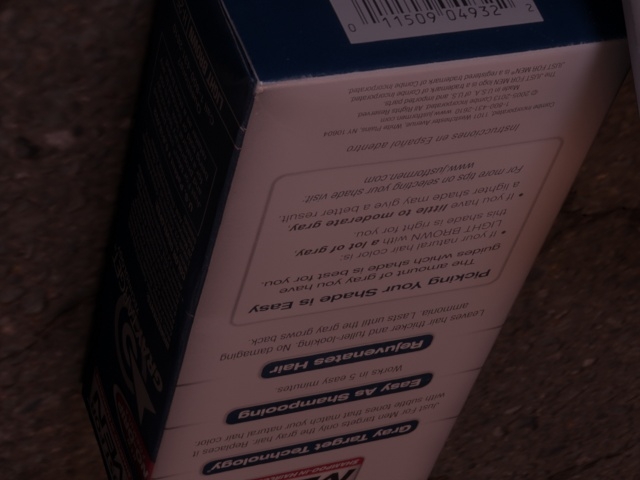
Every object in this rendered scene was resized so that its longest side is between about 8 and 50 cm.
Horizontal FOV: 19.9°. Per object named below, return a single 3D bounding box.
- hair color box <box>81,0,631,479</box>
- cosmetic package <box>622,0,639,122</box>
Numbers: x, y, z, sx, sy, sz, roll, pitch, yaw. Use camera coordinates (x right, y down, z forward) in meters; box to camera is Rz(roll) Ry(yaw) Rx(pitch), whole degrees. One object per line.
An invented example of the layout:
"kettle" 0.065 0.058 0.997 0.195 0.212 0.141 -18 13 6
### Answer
"hair color box" 0.000 0.000 0.847 0.174 0.105 0.347 -9 144 -22
"cosmetic package" 0.364 -0.096 0.683 0.453 0.161 0.230 -9 174 28
